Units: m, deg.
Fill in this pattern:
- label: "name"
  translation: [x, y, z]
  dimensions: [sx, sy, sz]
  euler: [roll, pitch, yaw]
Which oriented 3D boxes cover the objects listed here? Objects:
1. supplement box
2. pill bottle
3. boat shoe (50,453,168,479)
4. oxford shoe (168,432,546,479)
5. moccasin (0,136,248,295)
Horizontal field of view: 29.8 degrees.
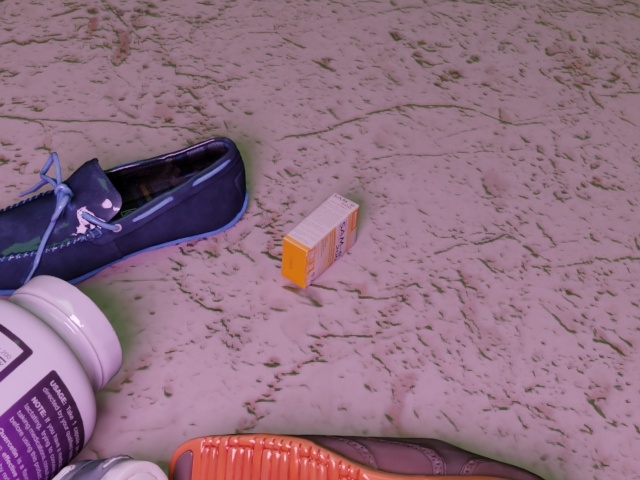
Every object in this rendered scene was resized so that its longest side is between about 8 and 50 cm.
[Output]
- label: "supplement box"
  translation: [0.000, 0.000, 1.352]
  dimensions: [0.036, 0.062, 0.098]
  euler: [29, 50, 24]
- label: "pill bottle"
  translation: [-0.326, 0.173, 1.059]
  dimensions: [0.181, 0.182, 0.323]
  euler: [27, 48, 21]
- label: "boat shoe"
  translation: [-0.253, 0.306, 0.998]
  dimensions: [0.099, 0.116, 0.319]
  euler: [6, 44, 40]
- label: "oxford shoe"
  translation: [0.041, 0.238, 1.101]
  dimensions: [0.363, 0.130, 0.133]
  euler: [9, 11, 13]
- label: "moccasin"
  translation: [-0.248, -0.047, 1.336]
  dimensions: [0.342, 0.117, 0.138]
  euler: [-22, 50, -25]
